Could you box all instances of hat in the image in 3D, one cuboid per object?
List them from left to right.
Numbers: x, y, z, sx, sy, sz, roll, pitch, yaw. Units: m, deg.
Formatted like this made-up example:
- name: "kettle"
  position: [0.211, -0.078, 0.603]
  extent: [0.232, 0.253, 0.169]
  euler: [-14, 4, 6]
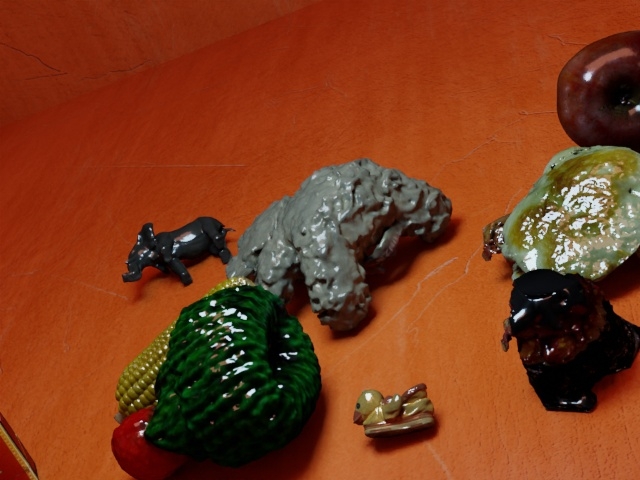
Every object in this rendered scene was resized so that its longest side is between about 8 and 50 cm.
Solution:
- name: "hat"
  position: [-0.180, 0.230, 1.693]
  extent: [0.332, 0.242, 0.274]
  euler: [-32, 6, 17]

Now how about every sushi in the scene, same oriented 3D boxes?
- name: "sushi"
  position: [0.320, 0.113, 1.529]
  extent: [0.153, 0.150, 0.172]
  euler: [-3, 34, 39]

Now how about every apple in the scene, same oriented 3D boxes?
- name: "apple"
  position: [0.512, -0.248, 1.969]
  extent: [0.234, 0.234, 0.234]
  euler: [-21, 26, 11]

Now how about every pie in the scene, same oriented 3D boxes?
- name: "pie"
  position: [0.390, -0.028, 1.737]
  extent: [0.274, 0.105, 0.257]
  euler: [-47, 33, 3]

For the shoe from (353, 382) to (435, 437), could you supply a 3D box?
- name: "shoe"
  position: [0.104, 0.236, 1.591]
  extent: [0.109, 0.072, 0.069]
  euler: [-15, 66, 31]

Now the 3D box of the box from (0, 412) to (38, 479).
- name: "box"
  position: [-0.577, 0.326, 1.837]
  extent: [0.153, 0.240, 0.074]
  euler: [-32, 26, -12]

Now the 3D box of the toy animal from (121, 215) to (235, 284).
- name: "toy animal"
  position: [-0.290, 0.028, 2.311]
  extent: [0.245, 0.115, 0.146]
  euler: [-11, 27, -21]

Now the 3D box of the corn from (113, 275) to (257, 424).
- name: "corn"
  position: [-0.215, 0.184, 1.852]
  extent: [0.322, 0.119, 0.119]
  euler: [-44, 26, 2]

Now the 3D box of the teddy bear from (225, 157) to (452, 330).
- name: "teddy bear"
  position: [0.000, 0.000, 2.030]
  extent: [0.357, 0.224, 0.367]
  euler: [-46, 17, -33]

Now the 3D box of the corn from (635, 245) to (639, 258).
- name: "corn"
  position: [0.499, -0.010, 1.701]
  extent: [0.085, 0.063, 0.165]
  euler: [-5, 28, -4]
